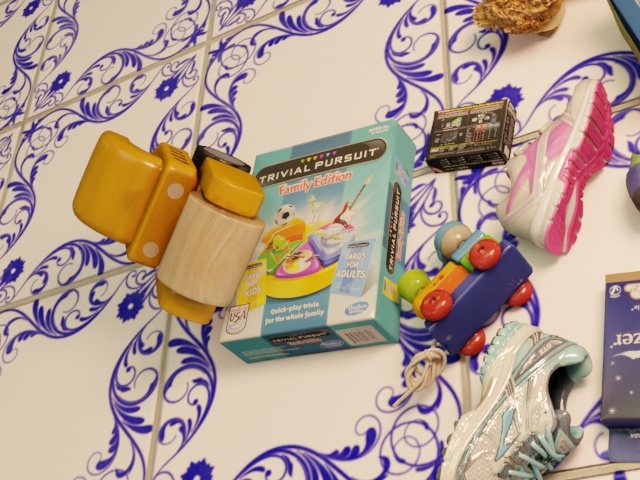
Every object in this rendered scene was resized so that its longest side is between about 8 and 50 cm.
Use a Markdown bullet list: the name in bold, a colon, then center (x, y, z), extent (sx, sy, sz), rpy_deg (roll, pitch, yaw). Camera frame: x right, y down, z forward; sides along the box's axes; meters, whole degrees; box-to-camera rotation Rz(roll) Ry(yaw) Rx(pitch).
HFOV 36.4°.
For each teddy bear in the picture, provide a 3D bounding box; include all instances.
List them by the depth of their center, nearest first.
- **teddy bear**: center (0.360, -0.429, 1.479), extent (0.245, 0.113, 0.338), rpy_deg (-5, 49, 25)

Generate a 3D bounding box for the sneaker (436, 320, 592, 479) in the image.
- **sneaker**: center (0.222, 0.223, 1.092), extent (0.122, 0.110, 0.283), rpy_deg (8, 65, 35)

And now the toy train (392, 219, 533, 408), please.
- **toy train**: center (0.143, 0.087, 1.258), extent (0.248, 0.105, 0.143), rpy_deg (-46, 34, -1)

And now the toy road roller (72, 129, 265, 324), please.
- **toy road roller**: center (-0.234, -0.042, 1.437), extent (0.203, 0.240, 0.329), rpy_deg (-66, 19, 11)

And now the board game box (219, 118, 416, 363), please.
- **board game box**: center (0.000, 0.000, 1.431), extent (0.253, 0.079, 0.336), rpy_deg (-12, 54, 29)

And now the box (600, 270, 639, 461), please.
- **box**: center (0.387, 0.134, 1.088), extent (0.136, 0.036, 0.225), rpy_deg (-9, 56, 31)

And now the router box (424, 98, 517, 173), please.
- **router box**: center (0.218, -0.151, 1.411), extent (0.122, 0.038, 0.092), rpy_deg (-5, 57, 33)

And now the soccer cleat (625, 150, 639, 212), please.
- **soccer cleat**: center (0.502, -0.112, 1.144), extent (0.289, 0.093, 0.121), rpy_deg (-19, 43, 23)

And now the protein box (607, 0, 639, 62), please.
- **protein box**: center (0.497, -0.304, 1.252), extent (0.201, 0.136, 0.200), rpy_deg (-28, 47, 16)

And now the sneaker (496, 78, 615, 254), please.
- **sneaker**: center (0.302, -0.107, 1.274), extent (0.111, 0.103, 0.252), rpy_deg (13, 67, 39)
